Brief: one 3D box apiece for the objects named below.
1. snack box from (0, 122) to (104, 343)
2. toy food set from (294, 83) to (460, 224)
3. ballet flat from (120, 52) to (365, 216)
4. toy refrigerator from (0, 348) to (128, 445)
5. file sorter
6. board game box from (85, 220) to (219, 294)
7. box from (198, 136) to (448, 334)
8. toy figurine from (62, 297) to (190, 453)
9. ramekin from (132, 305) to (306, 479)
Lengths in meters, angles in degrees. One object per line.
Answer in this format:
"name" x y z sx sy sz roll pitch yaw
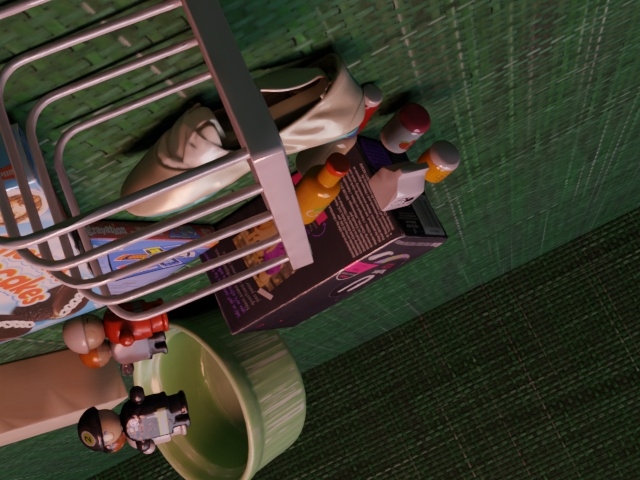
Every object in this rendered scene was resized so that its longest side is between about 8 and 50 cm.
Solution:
"snack box" -0.313 0.019 0.847 0.187 0.060 0.322 -20 161 -9
"toy food set" 0.065 -0.102 1.023 0.232 0.111 0.104 -14 163 -32
"ballet flat" -0.077 -0.104 0.868 0.248 0.086 0.086 -25 167 -8
"toy refrigerator" -0.438 0.238 1.425 0.269 0.102 0.094 -11 160 -48
"file sorter" -0.126 -0.069 0.645 0.173 0.193 0.278 -22 166 -2
"board game box" -0.253 0.023 1.104 0.145 0.027 0.281 -31 165 24
"box" 0.000 0.000 1.223 0.270 0.143 0.165 -31 165 24
"toy figurine" -0.279 0.200 1.343 0.148 0.213 0.209 -12 166 -14
"ramekin" -0.165 0.255 1.584 0.148 0.303 0.303 -23 168 -42
